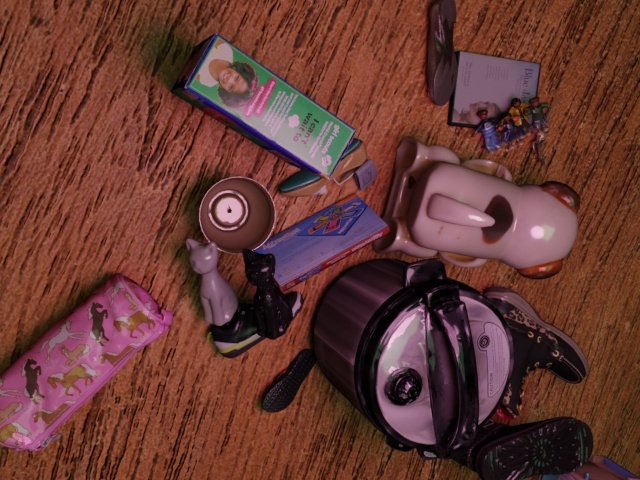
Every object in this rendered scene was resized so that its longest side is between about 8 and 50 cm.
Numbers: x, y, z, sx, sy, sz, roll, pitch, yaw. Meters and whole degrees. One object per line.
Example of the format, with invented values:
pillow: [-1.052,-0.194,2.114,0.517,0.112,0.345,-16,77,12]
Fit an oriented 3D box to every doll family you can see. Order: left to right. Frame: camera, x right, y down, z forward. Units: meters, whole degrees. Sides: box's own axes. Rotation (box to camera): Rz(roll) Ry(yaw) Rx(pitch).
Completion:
doll family: [0.473,-0.296,1.494,0.193,0.076,0.111,-29,113,-10]

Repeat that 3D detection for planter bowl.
planter bowl: [-0.187,-0.059,1.288,0.162,0.109,0.162,-3,100,-19]

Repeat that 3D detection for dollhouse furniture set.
dollhouse furniture set: [0.640,0.665,1.610,0.286,0.303,0.198,12,93,-22]

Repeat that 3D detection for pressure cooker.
pressure cooker: [0.207,0.249,1.319,0.370,0.420,0.376,40,83,-21]

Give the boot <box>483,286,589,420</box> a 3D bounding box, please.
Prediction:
boot: [0.521,0.332,1.552,0.377,0.138,0.284,42,60,-17]

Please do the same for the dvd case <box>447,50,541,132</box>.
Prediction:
dvd case: [0.442,-0.370,1.519,0.253,0.022,0.181,1,98,-21]

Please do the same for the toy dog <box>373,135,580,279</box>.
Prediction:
toy dog: [0.381,-0.068,1.359,0.407,0.395,0.285,13,85,-13]

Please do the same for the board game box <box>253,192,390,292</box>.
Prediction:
board game box: [0.000,0.000,1.354,0.281,0.145,0.027,-28,138,-14]

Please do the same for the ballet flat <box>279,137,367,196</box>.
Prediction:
ballet flat: [0.016,-0.146,1.370,0.232,0.080,0.073,-33,122,-11]

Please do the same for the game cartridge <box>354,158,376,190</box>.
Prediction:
game cartridge: [0.107,-0.155,1.407,0.056,0.083,0.017,-38,65,-9]

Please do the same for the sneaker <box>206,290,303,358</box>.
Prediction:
sneaker: [-0.147,0.171,1.354,0.234,0.084,0.097,-35,107,-13]

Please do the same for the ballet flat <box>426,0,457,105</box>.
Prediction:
ballet flat: [0.282,-0.450,1.435,0.084,0.058,0.250,-15,110,-38]

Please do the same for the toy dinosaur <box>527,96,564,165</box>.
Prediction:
toy dinosaur: [0.579,-0.288,1.563,0.092,0.053,0.183,-10,114,-55]

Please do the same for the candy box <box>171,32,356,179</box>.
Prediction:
candy box: [-0.121,-0.260,1.195,0.317,0.268,0.122,28,92,-22]

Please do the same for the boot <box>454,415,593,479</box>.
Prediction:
boot: [0.486,0.509,1.551,0.347,0.260,0.131,-4,89,-17]

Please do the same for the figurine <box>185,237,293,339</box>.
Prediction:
figurine: [-0.173,0.087,1.239,0.092,0.214,0.209,-61,154,-43]

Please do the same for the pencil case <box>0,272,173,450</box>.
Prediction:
pencil case: [-0.482,0.238,1.201,0.386,0.160,0.167,-45,110,-9]

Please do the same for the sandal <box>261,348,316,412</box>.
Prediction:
sandal: [-0.077,0.336,1.437,0.179,0.040,0.067,-50,117,-22]
